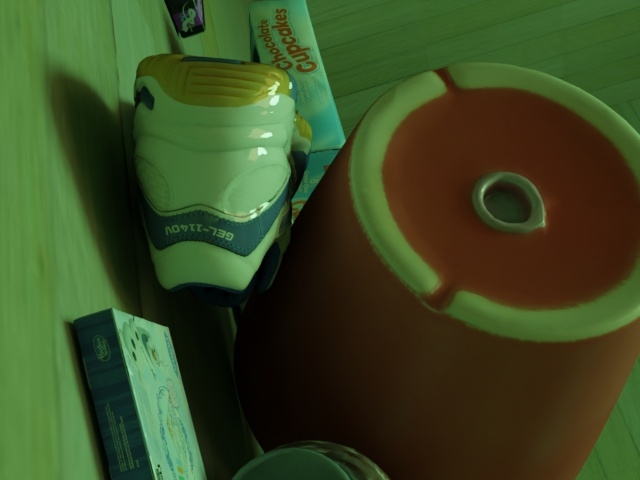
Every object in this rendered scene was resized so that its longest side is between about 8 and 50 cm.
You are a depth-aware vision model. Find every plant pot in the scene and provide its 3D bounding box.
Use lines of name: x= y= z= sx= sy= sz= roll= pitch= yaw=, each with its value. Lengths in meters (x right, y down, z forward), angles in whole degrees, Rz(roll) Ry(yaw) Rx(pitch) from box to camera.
plant pot: x=0.090 y=0.035 z=0.665 sx=0.243 sy=0.275 sz=0.274 roll=107 pitch=-27 yaw=-56

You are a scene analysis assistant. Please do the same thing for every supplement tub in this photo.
supplement tub: x=0.003 y=0.171 z=0.550 sx=0.198 sy=0.106 sz=0.106 roll=68 pitch=6 yaw=-62

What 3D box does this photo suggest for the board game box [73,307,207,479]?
board game box: x=-0.075 y=0.079 z=0.443 sx=0.090 sy=0.020 sz=0.090 roll=56 pitch=18 yaw=-78

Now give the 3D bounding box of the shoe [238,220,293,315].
shoe: x=-0.041 y=0.046 z=0.864 sx=0.081 sy=0.064 sz=0.177 roll=77 pitch=0 yaw=-71

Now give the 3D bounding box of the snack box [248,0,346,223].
snack box: x=-0.025 y=-0.053 z=0.997 sx=0.322 sy=0.060 sz=0.187 roll=93 pitch=-14 yaw=-54

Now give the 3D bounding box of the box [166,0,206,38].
box: x=-0.149 y=-0.290 z=0.969 sx=0.116 sy=0.029 sz=0.162 roll=-102 pitch=173 yaw=-52

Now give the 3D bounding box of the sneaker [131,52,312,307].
sneaker: x=-0.067 y=-0.026 z=0.633 sx=0.296 sy=0.112 sz=0.130 roll=17 pitch=77 yaw=-87
